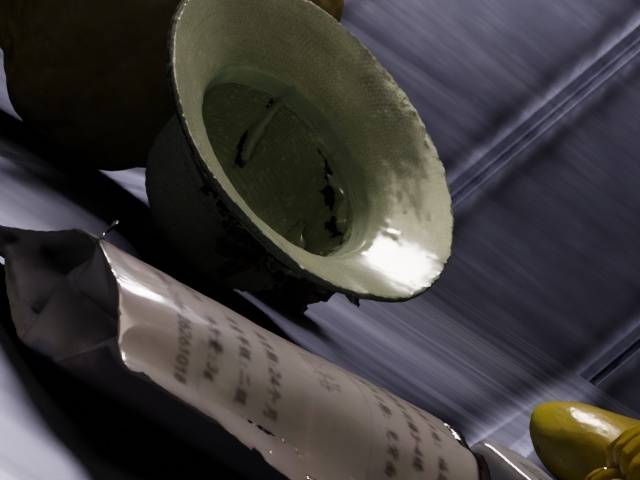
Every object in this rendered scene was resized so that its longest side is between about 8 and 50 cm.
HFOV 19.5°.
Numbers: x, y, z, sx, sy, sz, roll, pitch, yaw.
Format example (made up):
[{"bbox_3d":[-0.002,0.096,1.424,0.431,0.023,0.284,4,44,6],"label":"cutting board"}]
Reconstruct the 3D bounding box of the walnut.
[{"bbox_3d":[-0.124,-0.177,1.411,0.283,0.227,0.283,-6,-17,-2],"label":"walnut"}]

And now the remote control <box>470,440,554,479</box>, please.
[{"bbox_3d":[0.180,0.199,1.071,0.261,0.029,0.067,40,7,41],"label":"remote control"}]

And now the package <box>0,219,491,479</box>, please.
[{"bbox_3d":[-0.040,0.054,0.798,0.204,0.062,0.251,33,0,-31],"label":"package"}]

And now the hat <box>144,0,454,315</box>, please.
[{"bbox_3d":[-0.041,-0.041,1.275,0.257,0.130,0.257,30,41,-30],"label":"hat"}]

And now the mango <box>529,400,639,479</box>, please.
[{"bbox_3d":[0.246,0.186,1.403,0.191,0.085,0.122,22,18,-20],"label":"mango"}]

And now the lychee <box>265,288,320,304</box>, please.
[{"bbox_3d":[-0.006,0.001,1.407,0.140,0.101,0.114,37,-13,29],"label":"lychee"}]

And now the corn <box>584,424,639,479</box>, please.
[{"bbox_3d":[0.203,0.175,0.716,0.144,0.144,0.387,32,6,-18],"label":"corn"}]
